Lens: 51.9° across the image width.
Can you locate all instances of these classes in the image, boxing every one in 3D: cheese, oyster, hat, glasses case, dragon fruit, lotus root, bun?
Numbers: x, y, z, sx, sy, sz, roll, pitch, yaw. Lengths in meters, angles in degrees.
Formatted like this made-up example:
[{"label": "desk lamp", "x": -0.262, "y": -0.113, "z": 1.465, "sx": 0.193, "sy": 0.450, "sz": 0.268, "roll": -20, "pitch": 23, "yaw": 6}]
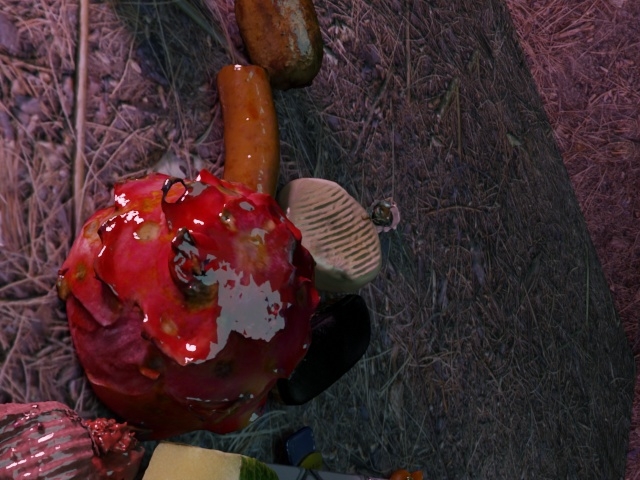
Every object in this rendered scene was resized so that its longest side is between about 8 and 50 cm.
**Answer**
[{"label": "cheese", "x": -0.011, "y": 0.444, "z": 1.118, "sx": 0.156, "sy": 0.064, "sz": 0.250, "roll": -13, "pitch": 92, "yaw": -54}, {"label": "oyster", "x": 0.135, "y": -0.056, "z": 1.490, "sx": 0.100, "sy": 0.037, "sz": 0.098, "roll": -1, "pitch": 61, "yaw": -33}, {"label": "hat", "x": -0.318, "y": 0.277, "z": 0.721, "sx": 0.286, "sy": 0.107, "sz": 0.237, "roll": -10, "pitch": 105, "yaw": -49}, {"label": "glasses case", "x": 0.006, "y": 0.189, "z": 1.189, "sx": 0.321, "sy": 0.082, "sz": 0.122, "roll": -25, "pitch": 110, "yaw": -58}, {"label": "dragon fruit", "x": -0.145, "y": 0.080, "z": 0.911, "sx": 0.371, "sy": 0.249, "sz": 0.386, "roll": 35, "pitch": 52, "yaw": -37}, {"label": "lotus root", "x": -0.079, "y": -0.402, "z": 1.200, "sx": 0.128, "sy": 0.145, "sz": 0.260, "roll": -125, "pitch": -162, "yaw": -79}, {"label": "bun", "x": 0.000, "y": 0.000, "z": 1.215, "sx": 0.237, "sy": 0.116, "sz": 0.210, "roll": 49, "pitch": 47, "yaw": 0}]

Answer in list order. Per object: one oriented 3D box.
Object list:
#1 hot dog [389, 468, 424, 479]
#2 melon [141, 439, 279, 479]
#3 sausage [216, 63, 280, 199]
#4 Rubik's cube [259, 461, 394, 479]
[{"label": "hot dog", "x": 0.143, "y": 0.557, "z": 1.289, "sx": 0.109, "sy": 0.072, "sz": 0.269, "roll": 61, "pitch": 41, "yaw": -25}, {"label": "melon", "x": -0.196, "y": 0.425, "z": 0.794, "sx": 0.226, "sy": 0.331, "sz": 0.344, "roll": 23, "pitch": 65, "yaw": -8}, {"label": "sausage", "x": -0.122, "y": -0.163, "z": 1.116, "sx": 0.109, "sy": 0.109, "sz": 0.271, "roll": 13, "pitch": 70, "yaw": -51}, {"label": "Rubik's cube", "x": 0.021, "y": 0.471, "z": 0.991, "sx": 0.228, "sy": 0.228, "sz": 0.233, "roll": 55, "pitch": 32, "yaw": -54}]
